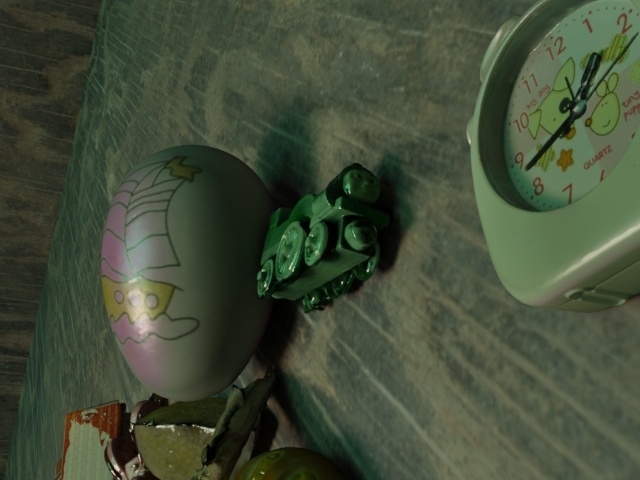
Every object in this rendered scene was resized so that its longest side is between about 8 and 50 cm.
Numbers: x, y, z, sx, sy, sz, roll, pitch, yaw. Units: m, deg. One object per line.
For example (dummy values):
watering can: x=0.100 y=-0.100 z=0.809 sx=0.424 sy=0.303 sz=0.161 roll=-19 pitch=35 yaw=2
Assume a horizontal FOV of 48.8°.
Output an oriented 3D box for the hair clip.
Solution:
hair clip: x=-0.193 y=0.272 z=0.849 sx=0.102 sy=0.123 sz=0.138 roll=-44 pitch=48 yaw=8

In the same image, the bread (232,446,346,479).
bread: x=-0.037 y=0.282 z=0.580 sx=0.213 sy=0.104 sz=0.214 roll=-27 pitch=58 yaw=54

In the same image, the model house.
model house: x=-0.274 y=0.324 z=0.970 sx=0.207 sy=0.153 sz=0.294 roll=-52 pitch=38 yaw=45

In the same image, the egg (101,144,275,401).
egg: x=-0.142 y=0.031 z=0.758 sx=0.196 sy=0.196 sz=0.271 roll=-20 pitch=53 yaw=60

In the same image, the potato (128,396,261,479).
potato: x=-0.117 y=0.228 z=0.800 sx=0.171 sy=0.089 sz=0.101 roll=-10 pitch=101 yaw=26

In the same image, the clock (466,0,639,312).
clock: x=0.146 y=-0.069 z=0.379 sx=0.151 sy=0.062 sz=0.191 roll=-47 pitch=42 yaw=48

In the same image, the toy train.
toy train: x=0.000 y=0.000 z=0.639 sx=0.178 sy=0.071 sz=0.105 roll=-35 pitch=40 yaw=56

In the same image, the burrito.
burrito: x=-0.081 y=0.177 z=0.683 sx=0.051 sy=0.042 sz=0.171 roll=-54 pitch=5 yaw=23
